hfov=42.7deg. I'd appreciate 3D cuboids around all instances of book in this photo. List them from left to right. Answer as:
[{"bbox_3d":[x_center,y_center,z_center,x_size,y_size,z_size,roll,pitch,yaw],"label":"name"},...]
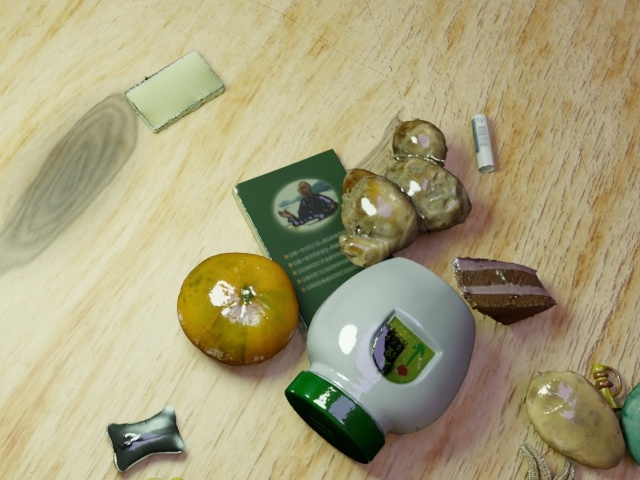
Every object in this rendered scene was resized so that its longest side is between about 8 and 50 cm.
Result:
[{"bbox_3d":[0.000,0.000,1.759,0.260,0.043,0.371,-22,75,-21],"label":"book"}]

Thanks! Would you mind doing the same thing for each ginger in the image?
[{"bbox_3d":[0.165,-0.084,1.733,0.375,0.176,0.256,-41,95,-31],"label":"ginger"}]

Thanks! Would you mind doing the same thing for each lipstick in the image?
[{"bbox_3d":[0.381,-0.230,1.927,0.040,0.040,0.141,0,68,-11],"label":"lipstick"}]

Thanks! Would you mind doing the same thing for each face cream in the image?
[{"bbox_3d":[0.119,0.228,1.585,0.312,0.219,0.357,43,70,-3],"label":"face cream"}]

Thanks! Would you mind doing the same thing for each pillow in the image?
[{"bbox_3d":[-0.327,0.369,1.533,0.135,0.055,0.091,-14,40,-19],"label":"pillow"}]

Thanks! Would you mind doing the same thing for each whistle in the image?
[{"bbox_3d":[0.615,0.312,1.745,0.057,0.046,0.109,-9,62,14],"label":"whistle"}]

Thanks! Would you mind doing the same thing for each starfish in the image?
[{"bbox_3d":[0.433,0.524,1.622,0.227,0.043,0.240,-22,77,-17],"label":"starfish"}]

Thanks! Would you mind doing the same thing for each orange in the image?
[{"bbox_3d":[-0.159,0.129,1.600,0.240,0.171,0.240,3,68,-8],"label":"orange"}]

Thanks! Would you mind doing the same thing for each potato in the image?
[{"bbox_3d":[0.520,0.359,1.671,0.234,0.128,0.161,27,81,-4],"label":"potato"}]

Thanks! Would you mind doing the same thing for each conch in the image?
[{"bbox_3d":[0.707,0.352,1.698,0.202,0.196,0.134,-14,55,-43],"label":"conch"}]

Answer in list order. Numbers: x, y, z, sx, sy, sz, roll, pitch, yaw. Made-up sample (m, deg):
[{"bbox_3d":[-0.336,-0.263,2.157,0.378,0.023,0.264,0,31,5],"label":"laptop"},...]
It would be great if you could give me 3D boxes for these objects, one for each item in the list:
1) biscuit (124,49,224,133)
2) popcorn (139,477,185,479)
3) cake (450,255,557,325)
[{"bbox_3d":[-0.325,-0.333,1.832,0.199,0.040,0.121,-36,81,-21],"label":"biscuit"},{"bbox_3d":[-0.288,0.525,1.391,0.286,0.215,0.252,-10,64,-19],"label":"popcorn"},{"bbox_3d":[0.359,0.107,1.692,0.295,0.113,0.116,13,49,-46],"label":"cake"}]
